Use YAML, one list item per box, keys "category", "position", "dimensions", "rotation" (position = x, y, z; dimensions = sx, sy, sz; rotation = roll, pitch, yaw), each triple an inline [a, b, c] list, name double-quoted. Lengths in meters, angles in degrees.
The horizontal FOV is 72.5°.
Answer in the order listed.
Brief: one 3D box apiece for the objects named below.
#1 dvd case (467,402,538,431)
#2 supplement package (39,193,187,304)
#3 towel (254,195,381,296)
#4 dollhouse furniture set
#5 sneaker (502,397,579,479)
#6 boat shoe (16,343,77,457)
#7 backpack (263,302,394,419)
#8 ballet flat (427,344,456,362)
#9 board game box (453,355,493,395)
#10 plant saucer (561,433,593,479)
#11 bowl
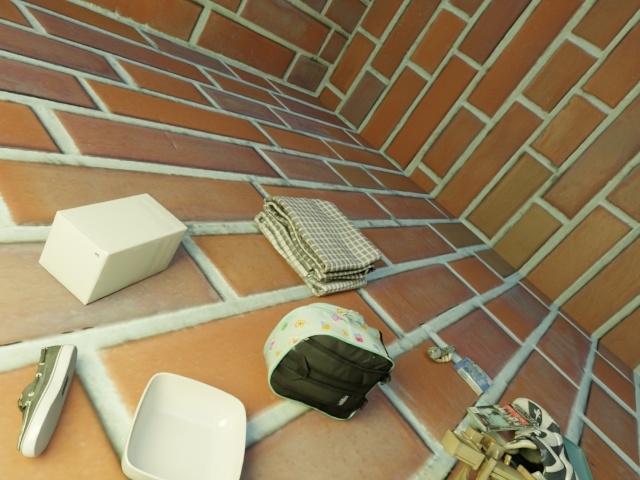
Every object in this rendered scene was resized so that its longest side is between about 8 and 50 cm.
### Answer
- category: "dvd case"
  position: [0.397, 0.387, 0.956]
  dimensions: [0.119, 0.013, 0.087]
  rotation: [-1, 7, -7]
- category: "supplement package"
  position: [-0.326, 0.006, 0.705]
  dimensions: [0.105, 0.105, 0.179]
  rotation: [39, 24, 8]
- category: "towel"
  position: [0.000, 0.000, 1.119]
  dimensions: [0.235, 0.121, 0.284]
  rotation: [-1, 43, -52]
- category: "dollhouse furniture set"
  position: [0.264, 0.408, 0.801]
  dimensions: [0.181, 0.101, 0.161]
  rotation: [30, 0, -10]
- category: "sneaker"
  position: [0.452, 0.431, 0.953]
  dimensions: [0.153, 0.094, 0.235]
  rotation: [35, 33, -23]
- category: "boat shoe"
  position: [-0.314, 0.176, 0.492]
  dimensions: [0.040, 0.049, 0.142]
  rotation: [6, 31, -16]
- category: "backpack"
  position: [0.002, 0.189, 0.723]
  dimensions: [0.188, 0.166, 0.144]
  rotation: [24, 25, -32]
- category: "ballet flat"
  position: [0.310, 0.289, 1.108]
  dimensions: [0.114, 0.041, 0.041]
  rotation: [9, 35, -44]
- category: "board game box"
  position: [0.394, 0.346, 1.124]
  dimensions: [0.090, 0.020, 0.090]
  rotation: [0, 44, -53]
- category: "plant saucer"
  position: [0.619, 0.554, 1.042]
  dimensions: [0.067, 0.018, 0.192]
  rotation: [36, 23, 2]
- category: "bowl"
  position: [-0.167, 0.246, 0.539]
  dimensions: [0.142, 0.053, 0.142]
  rotation: [26, 26, -17]
